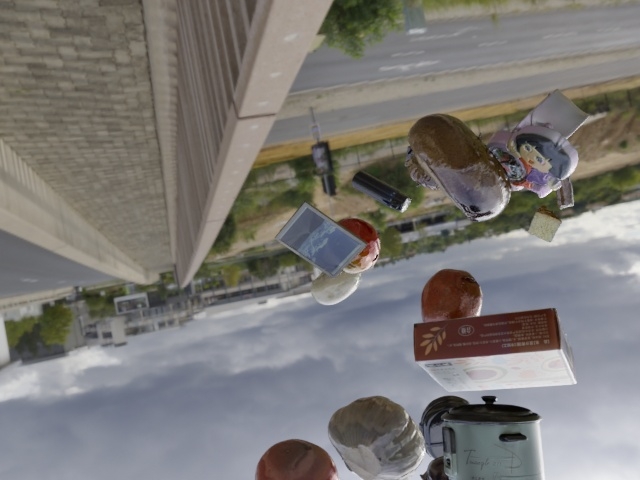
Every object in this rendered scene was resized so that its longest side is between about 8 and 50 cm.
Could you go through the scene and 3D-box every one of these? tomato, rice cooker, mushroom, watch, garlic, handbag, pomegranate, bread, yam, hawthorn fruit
[{"bbox_3d":[-0.103,0.936,2.192,0.341,0.273,0.341,1,-163,0],"label":"tomato"},{"bbox_3d":[0.420,0.496,1.379,0.241,0.227,0.280,0,167,-4],"label":"rice cooker"},{"bbox_3d":[0.058,0.171,2.521,0.246,0.202,0.246,-36,174,-4],"label":"mushroom"},{"bbox_3d":[0.539,-0.239,1.336,0.231,0.196,0.244,-40,171,-17],"label":"watch"},{"bbox_3d":[0.315,-0.169,1.296,0.297,0.163,0.278,39,-177,-41],"label":"mushroom"},{"bbox_3d":[0.188,0.641,1.836,0.317,0.318,0.259,-13,-175,36],"label":"garlic"},{"bbox_3d":[0.550,0.811,2.407,0.253,0.308,0.093,-6,-167,2],"label":"handbag"},{"bbox_3d":[0.109,0.027,2.080,0.235,0.210,0.210,-42,-177,-10],"label":"pomegranate"},{"bbox_3d":[0.665,-0.048,1.666,0.080,0.084,0.109,27,-154,22],"label":"bread"},{"bbox_3d":[0.728,-0.206,1.712,0.056,0.241,0.057,-16,-159,6],"label":"yam"},{"bbox_3d":[0.434,0.246,1.919,0.211,0.299,0.211,19,164,6],"label":"hawthorn fruit"}]

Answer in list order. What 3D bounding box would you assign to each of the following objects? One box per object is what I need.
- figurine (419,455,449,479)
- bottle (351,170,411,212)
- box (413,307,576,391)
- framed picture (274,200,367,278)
[{"bbox_3d":[0.434,0.964,2.075,0.365,0.206,0.218,-50,-159,-15],"label":"figurine"},{"bbox_3d":[0.225,-0.182,2.108,0.244,0.072,0.082,33,-143,33],"label":"bottle"},{"bbox_3d":[0.507,0.327,1.628,0.385,0.122,0.344,-11,148,25],"label":"box"},{"bbox_3d":[0.000,0.000,1.879,0.189,0.260,0.023,-47,-164,30],"label":"framed picture"}]
